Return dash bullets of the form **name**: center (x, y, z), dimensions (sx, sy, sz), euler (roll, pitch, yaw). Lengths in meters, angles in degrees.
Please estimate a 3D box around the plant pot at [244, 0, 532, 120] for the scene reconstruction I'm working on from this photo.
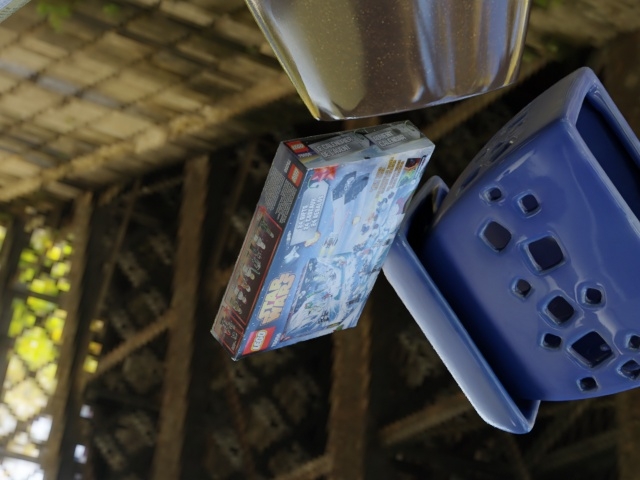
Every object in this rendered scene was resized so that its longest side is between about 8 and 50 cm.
- **plant pot**: center (0.027, -0.183, 0.753), dimensions (0.215, 0.215, 0.230), euler (10, -66, 63)

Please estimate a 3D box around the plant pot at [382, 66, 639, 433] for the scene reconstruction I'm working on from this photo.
- **plant pot**: center (0.194, 0.015, 1.303), dimensions (0.212, 0.236, 0.236), euler (-32, -173, 20)

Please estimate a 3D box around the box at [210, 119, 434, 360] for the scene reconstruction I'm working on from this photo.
- **box**: center (0.000, 0.000, 0.839), dimensions (0.027, 0.094, 0.137), euler (46, -49, 31)

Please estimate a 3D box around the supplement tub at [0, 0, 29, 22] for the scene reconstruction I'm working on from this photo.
- **supplement tub**: center (-0.181, -0.211, 0.844), dimensions (0.200, 0.144, 0.144), euler (-34, -141, 16)
